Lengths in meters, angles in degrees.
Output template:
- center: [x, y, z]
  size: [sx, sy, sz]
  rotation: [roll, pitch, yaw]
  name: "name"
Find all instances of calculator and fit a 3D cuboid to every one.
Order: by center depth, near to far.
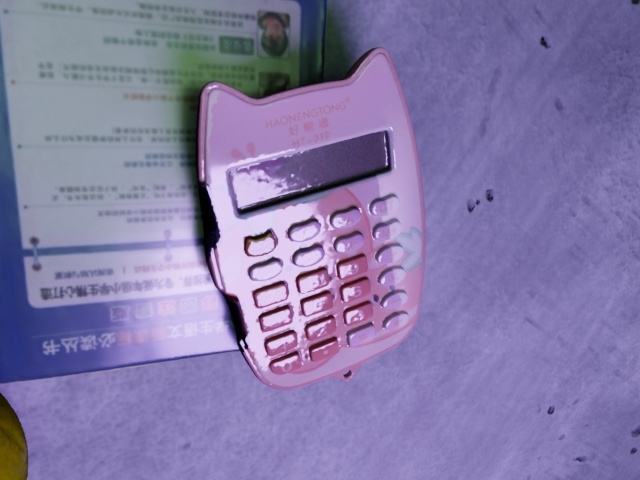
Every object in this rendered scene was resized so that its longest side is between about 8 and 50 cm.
- center: [0.000, 0.000, 0.513]
  size: [0.220, 0.048, 0.329]
  rotation: [-18, 114, -20]
  name: "calculator"

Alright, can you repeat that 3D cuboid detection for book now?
- center: [-0.138, -0.090, 0.472]
  size: [0.300, 0.039, 0.427]
  rotation: [-3, 106, -23]
  name: "book"

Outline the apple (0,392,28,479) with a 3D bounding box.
- center: [-0.330, 0.183, 0.402]
  size: [0.197, 0.157, 0.196]
  rotation: [-6, 103, -26]
  name: "apple"
